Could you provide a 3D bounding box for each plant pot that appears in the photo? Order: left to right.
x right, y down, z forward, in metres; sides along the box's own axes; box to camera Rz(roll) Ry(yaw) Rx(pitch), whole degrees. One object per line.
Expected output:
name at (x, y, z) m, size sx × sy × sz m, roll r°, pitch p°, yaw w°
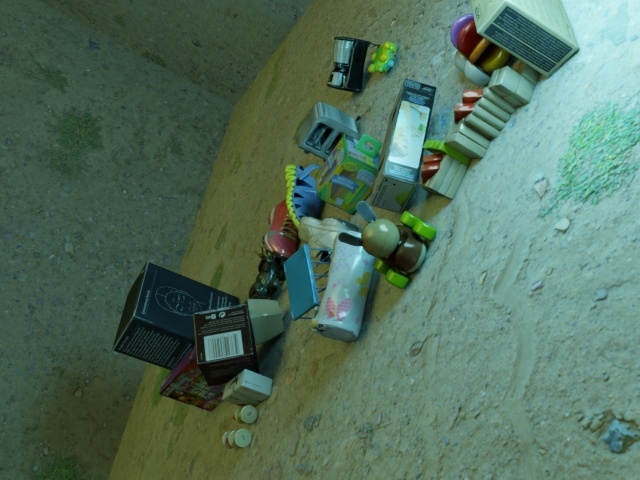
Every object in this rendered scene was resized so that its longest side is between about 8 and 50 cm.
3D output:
plant pot at (-0.168, 0.245, 1.878) m, size 0.109 × 0.096 × 0.109 m, roll -115°, pitch 15°, yaw -62°

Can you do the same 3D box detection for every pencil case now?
pencil case at (0.062, 0.113, 1.497) m, size 0.124 × 0.113 × 0.273 m, roll -4°, pitch 60°, yaw 41°

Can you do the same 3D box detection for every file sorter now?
file sorter at (-0.017, 0.117, 1.624) m, size 0.118 × 0.104 × 0.171 m, roll -42°, pitch 50°, yaw 46°

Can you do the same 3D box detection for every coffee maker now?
coffee maker at (0.118, -0.621, 2.142) m, size 0.120 × 0.171 × 0.179 m, roll -64°, pitch -18°, yaw -76°

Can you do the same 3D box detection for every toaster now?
toaster at (0.029, -0.359, 2.015) m, size 0.186 × 0.167 × 0.110 m, roll -53°, pitch 27°, yaw 30°

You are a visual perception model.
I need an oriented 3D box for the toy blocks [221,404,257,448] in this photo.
toy blocks at (-0.252, 0.563, 1.816) m, size 0.148 × 0.054 × 0.123 m, roll -32°, pitch 39°, yaw 55°

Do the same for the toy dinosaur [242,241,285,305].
toy dinosaur at (-0.187, 0.147, 2.057) m, size 0.160 × 0.120 × 0.314 m, roll 135°, pitch 153°, yaw -61°

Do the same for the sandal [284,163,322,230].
sandal at (-0.040, -0.151, 2.025) m, size 0.138 × 0.126 × 0.318 m, roll -16°, pitch 53°, yaw 12°

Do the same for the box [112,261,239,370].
box at (-0.533, 0.311, 2.270) m, size 0.212 × 0.395 × 0.294 m, roll -51°, pitch 25°, yaw 31°

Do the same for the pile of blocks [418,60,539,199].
pile of blocks at (0.314, -0.257, 1.322) m, size 0.362 × 0.112 × 0.149 m, roll -54°, pitch 24°, yaw 24°

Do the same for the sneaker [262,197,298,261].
sneaker at (-0.121, -0.055, 2.099) m, size 0.136 × 0.115 × 0.314 m, roll -51°, pitch 25°, yaw 28°

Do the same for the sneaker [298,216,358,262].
sneaker at (0.000, 0.000, 1.782) m, size 0.297 × 0.110 × 0.130 m, roll 1°, pitch 73°, yaw 68°

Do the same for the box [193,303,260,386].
box at (-0.287, 0.324, 1.846) m, size 0.203 × 0.168 × 0.167 m, roll 90°, pitch 169°, yaw -58°

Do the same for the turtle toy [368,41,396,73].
turtle toy at (0.214, -0.604, 1.984) m, size 0.095 × 0.066 × 0.130 m, roll -28°, pitch 41°, yaw 57°

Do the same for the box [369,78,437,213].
box at (0.206, -0.234, 1.507) m, size 0.169 × 0.087 × 0.290 m, roll 108°, pitch 178°, yaw -65°

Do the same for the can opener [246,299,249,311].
can opener at (-0.237, 0.243, 2.117) m, size 0.073 × 0.059 × 0.186 m, roll -63°, pitch 22°, yaw 6°

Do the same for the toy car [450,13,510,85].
toy car at (0.365, -0.462, 1.392) m, size 0.159 × 0.136 × 0.182 m, roll -54°, pitch 24°, yaw 26°

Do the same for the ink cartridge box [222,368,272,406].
ink cartridge box at (-0.219, 0.447, 1.804) m, size 0.135 × 0.099 × 0.056 m, roll -42°, pitch 30°, yaw 42°

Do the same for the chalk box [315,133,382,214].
chalk box at (0.096, -0.207, 1.742) m, size 0.213 × 0.132 × 0.132 m, roll -53°, pitch 24°, yaw 31°

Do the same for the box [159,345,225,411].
box at (-0.400, 0.476, 2.050) m, size 0.293 × 0.200 × 0.057 m, roll -46°, pitch 28°, yaw 40°

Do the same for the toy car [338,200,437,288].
toy car at (0.135, -0.007, 1.358) m, size 0.155 × 0.188 × 0.149 m, roll -61°, pitch 22°, yaw 8°

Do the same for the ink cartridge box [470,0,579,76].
ink cartridge box at (0.405, -0.468, 1.228) m, size 0.088 × 0.193 × 0.235 m, roll -47°, pitch 27°, yaw 42°
